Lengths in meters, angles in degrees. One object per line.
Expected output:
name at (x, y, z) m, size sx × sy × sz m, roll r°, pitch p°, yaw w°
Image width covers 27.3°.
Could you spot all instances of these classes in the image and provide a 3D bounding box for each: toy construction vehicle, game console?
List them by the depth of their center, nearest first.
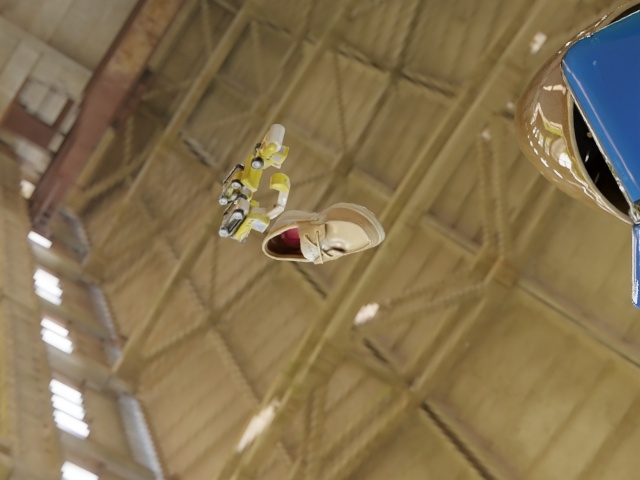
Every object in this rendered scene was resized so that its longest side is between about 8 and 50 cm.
toy construction vehicle at (-0.052, -0.042, 1.094) m, size 0.098 × 0.035 × 0.086 m, roll -48°, pitch -158°, yaw 38°
game console at (0.386, -0.109, 1.245) m, size 0.293 × 0.250 × 0.173 m, roll -26°, pitch 175°, yaw -7°

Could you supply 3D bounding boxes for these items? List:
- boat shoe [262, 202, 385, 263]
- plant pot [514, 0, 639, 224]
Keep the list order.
boat shoe at (0.000, 0.000, 1.452) m, size 0.170 × 0.063 × 0.059 m, roll -6°, pitch -148°, yaw 51°
plant pot at (0.311, -0.131, 1.403) m, size 0.237 × 0.237 × 0.254 m, roll -61°, pitch -163°, yaw -6°
